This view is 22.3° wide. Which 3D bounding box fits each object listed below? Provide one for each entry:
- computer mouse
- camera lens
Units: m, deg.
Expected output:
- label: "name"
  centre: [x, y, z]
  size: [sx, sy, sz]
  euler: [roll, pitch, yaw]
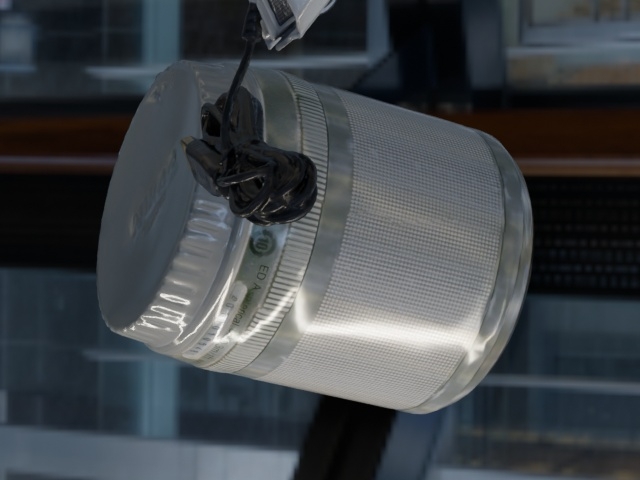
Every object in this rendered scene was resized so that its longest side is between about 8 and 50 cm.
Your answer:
- label: "computer mouse"
  centre: [0.000, -0.103, 0.585]
  size: [0.042, 0.193, 0.106]
  euler: [16, -174, -17]
- label: "camera lens"
  centre: [0.000, 0.000, 1.180]
  size: [0.274, 0.219, 0.219]
  euler: [14, 175, -24]
